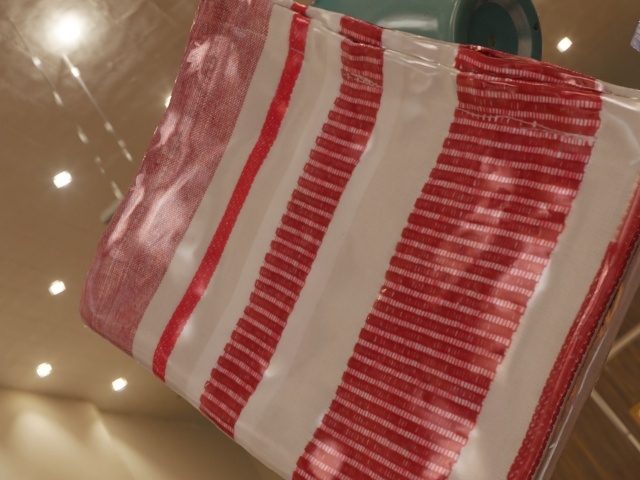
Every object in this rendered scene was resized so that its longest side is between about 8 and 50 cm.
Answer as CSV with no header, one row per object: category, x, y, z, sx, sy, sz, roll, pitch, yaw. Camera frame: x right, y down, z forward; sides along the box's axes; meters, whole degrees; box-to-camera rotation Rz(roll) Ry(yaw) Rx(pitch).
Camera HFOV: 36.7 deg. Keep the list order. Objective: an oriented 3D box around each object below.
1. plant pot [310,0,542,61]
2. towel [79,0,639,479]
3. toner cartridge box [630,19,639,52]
plant pot,0.156,-0.262,1.346,0.272,0.255,0.271,-3,-85,-39
towel,0.000,0.000,0.505,0.037,0.329,0.237,17,-83,-47
toner cartridge box,0.483,-0.289,1.212,0.348,0.075,0.165,-67,-4,-70
